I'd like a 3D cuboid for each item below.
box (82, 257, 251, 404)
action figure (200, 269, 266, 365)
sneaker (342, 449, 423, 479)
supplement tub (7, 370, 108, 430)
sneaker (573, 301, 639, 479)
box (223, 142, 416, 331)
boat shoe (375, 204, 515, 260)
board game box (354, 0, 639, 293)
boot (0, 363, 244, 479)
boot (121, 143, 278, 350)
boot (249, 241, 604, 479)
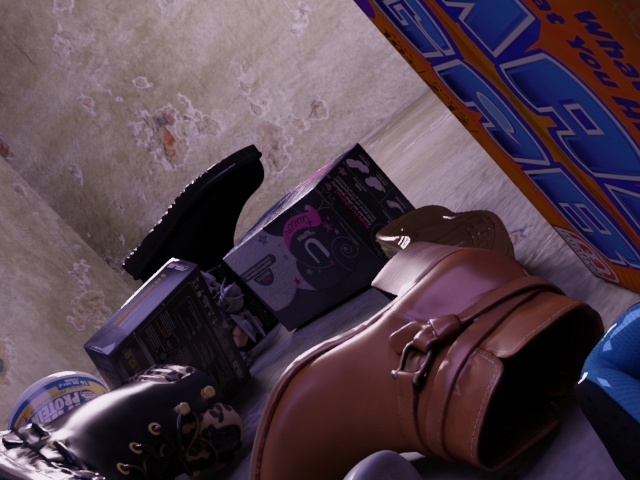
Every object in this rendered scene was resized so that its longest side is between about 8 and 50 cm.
[{"bbox_3d":[-0.204,0.170,1.223,0.056,0.231,0.183,11,46,37],"label":"box"},{"bbox_3d":[-0.198,0.168,1.419,0.099,0.185,0.285,-11,-37,-51],"label":"action figure"},{"bbox_3d":[-0.023,0.236,0.463,0.147,0.104,0.295,-32,18,31],"label":"sneaker"},{"bbox_3d":[-0.315,0.284,1.163,0.144,0.144,0.200,-44,49,-6],"label":"supplement tub"},{"bbox_3d":[0.210,0.052,0.207,0.125,0.139,0.341,-47,11,-37],"label":"sneaker"},{"bbox_3d":[0.000,0.000,1.299,0.247,0.163,0.142,-35,10,43],"label":"box"},{"bbox_3d":[0.135,0.026,0.893,0.105,0.089,0.285,-28,12,-1],"label":"boat shoe"},{"bbox_3d":[0.247,-0.195,0.503,0.356,0.356,0.356,-43,9,1],"label":"board game box"},{"bbox_3d":[-0.195,0.252,0.940,0.377,0.138,0.284,7,19,41],"label":"boot"},{"bbox_3d":[-0.147,0.030,1.485,0.348,0.260,0.131,-45,-1,28],"label":"boot"},{"bbox_3d":[0.070,0.132,0.646,0.283,0.109,0.220,-50,24,-7],"label":"boot"}]
